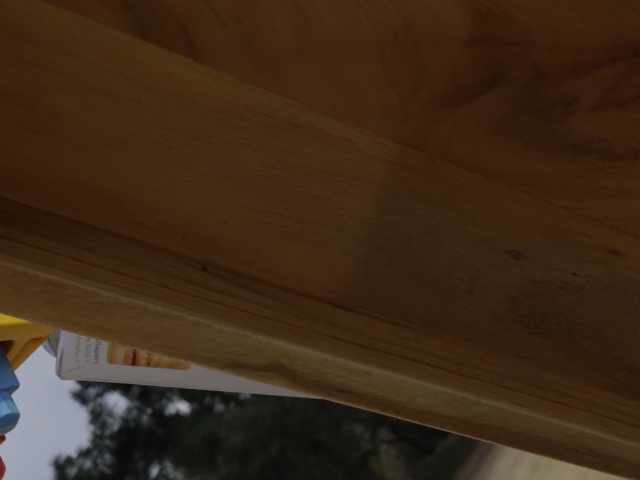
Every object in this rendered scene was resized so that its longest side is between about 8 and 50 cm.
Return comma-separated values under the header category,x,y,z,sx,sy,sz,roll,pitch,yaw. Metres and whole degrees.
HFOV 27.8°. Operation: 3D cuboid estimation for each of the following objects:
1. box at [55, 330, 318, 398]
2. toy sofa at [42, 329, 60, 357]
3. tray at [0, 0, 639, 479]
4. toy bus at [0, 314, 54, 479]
category,x,y,z,sx,sy,sz,roll,pitch,yaw
box,0.000,0.000,0.538,0.103,0.203,0.114,-132,49,-77
toy sofa,-0.190,-0.094,0.946,0.150,0.177,0.363,-37,-55,-35
tray,0.079,-0.040,0.411,0.203,0.411,0.076,-65,31,10
toy bus,-0.256,0.046,0.713,0.149,0.211,0.220,-40,-23,28
